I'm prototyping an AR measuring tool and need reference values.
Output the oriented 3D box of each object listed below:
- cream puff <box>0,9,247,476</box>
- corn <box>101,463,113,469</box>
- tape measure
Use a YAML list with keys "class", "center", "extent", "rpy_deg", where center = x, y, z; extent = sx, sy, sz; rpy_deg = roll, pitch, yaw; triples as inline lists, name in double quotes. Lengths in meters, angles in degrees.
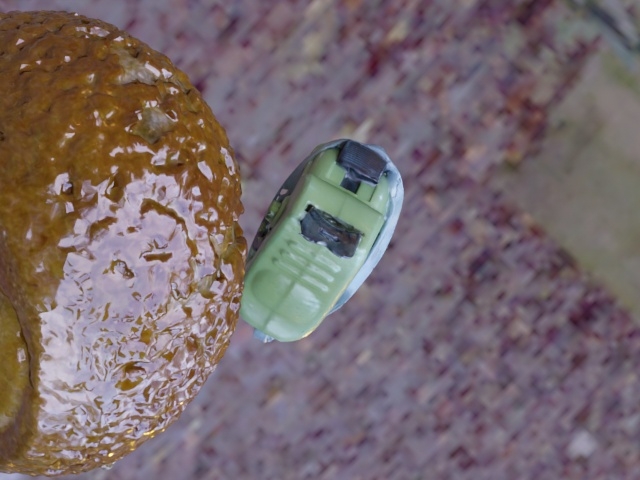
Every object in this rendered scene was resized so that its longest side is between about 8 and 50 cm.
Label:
- class: "cream puff"
  center: [-0.159, -0.003, 1.211]
  extent: [0.212, 0.303, 0.303]
  rpy_deg: [-16, 142, -32]
- class: "corn"
  center: [-0.170, 0.031, 1.476]
  extent: [0.098, 0.098, 0.289]
  rpy_deg: [17, 80, -60]
- class: "tape measure"
  center: [0.000, 0.000, 1.665]
  extent: [0.175, 0.106, 0.200]
  rpy_deg: [-62, -178, -40]
